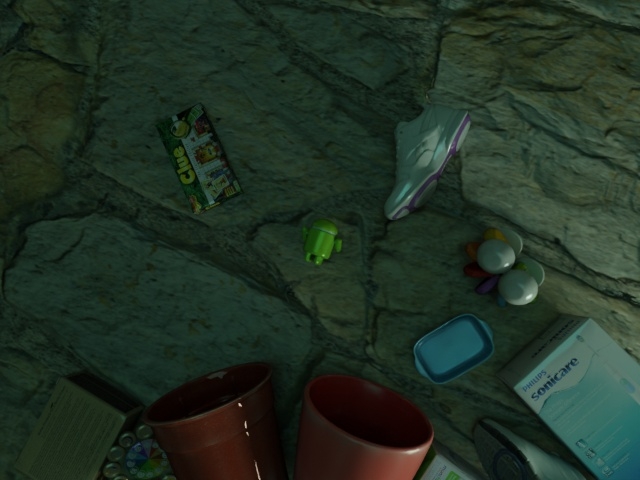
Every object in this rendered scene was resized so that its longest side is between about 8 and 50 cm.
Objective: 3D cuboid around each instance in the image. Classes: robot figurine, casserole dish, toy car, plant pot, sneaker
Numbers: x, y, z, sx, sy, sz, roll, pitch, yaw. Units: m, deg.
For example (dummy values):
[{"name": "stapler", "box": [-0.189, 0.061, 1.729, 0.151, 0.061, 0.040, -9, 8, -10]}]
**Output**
[{"name": "robot figurine", "box": [0.000, 0.000, 0.975, 0.101, 0.067, 0.115, 18, 86, 15]}, {"name": "casserole dish", "box": [0.300, 0.244, 0.938, 0.189, 0.037, 0.114, -31, 82, 3]}, {"name": "toy car", "box": [0.392, 0.068, 0.906, 0.136, 0.159, 0.181, -39, 81, 36]}, {"name": "plant pot", "box": [0.066, 0.449, 0.840, 0.275, 0.275, 0.242, 16, 95, 7]}, {"name": "plant pot", "box": [-0.194, 0.438, 0.865, 0.273, 0.272, 0.264, -17, 91, 4]}, {"name": "sneaker", "box": [0.219, -0.188, 0.967, 0.152, 0.114, 0.305, 31, 84, 21]}, {"name": "sneaker", "box": [0.461, 0.491, 0.865, 0.297, 0.129, 0.110, 39, 123, 25]}]

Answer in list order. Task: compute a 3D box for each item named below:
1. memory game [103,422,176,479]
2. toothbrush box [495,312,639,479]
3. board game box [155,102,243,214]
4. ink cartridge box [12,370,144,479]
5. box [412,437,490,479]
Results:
[{"name": "memory game", "box": [-0.396, 0.508, 0.948, 0.187, 0.012, 0.185, -2, 97, -19]}, {"name": "toothbrush box", "box": [0.564, 0.333, 0.857, 0.216, 0.126, 0.295, -44, 83, 1]}, {"name": "board game box", "box": [-0.310, -0.209, 1.047, 0.136, 0.030, 0.259, -26, 82, 5]}, {"name": "ink cartridge box", "box": [-0.568, 0.463, 0.974, 0.194, 0.088, 0.234, 27, 88, 9]}, {"name": "box", "box": [0.261, 0.601, 0.860, 0.231, 0.127, 0.261, 33, 88, 7]}]
